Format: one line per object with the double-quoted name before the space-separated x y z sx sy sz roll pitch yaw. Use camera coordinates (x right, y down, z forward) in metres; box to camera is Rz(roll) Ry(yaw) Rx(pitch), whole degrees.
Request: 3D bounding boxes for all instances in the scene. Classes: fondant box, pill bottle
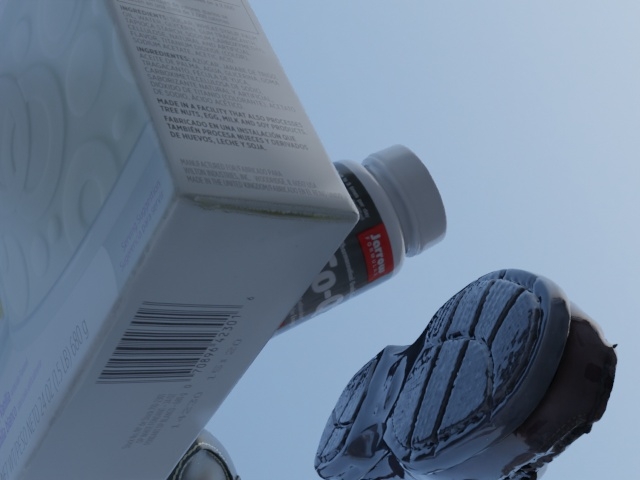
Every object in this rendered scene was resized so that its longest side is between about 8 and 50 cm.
"fondant box" -0.131 -0.057 0.533 0.096 0.238 0.330 5 -135 -36
"pill bottle" 0.000 0.000 1.141 0.283 0.161 0.161 -25 -86 -16

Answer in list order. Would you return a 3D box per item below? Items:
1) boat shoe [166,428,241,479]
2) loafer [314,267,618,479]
"boat shoe" -0.090 0.294 0.930 0.116 0.099 0.320 -48 -37 -35
"loafer" 0.083 0.096 0.516 0.095 0.302 0.109 28 -113 -6
